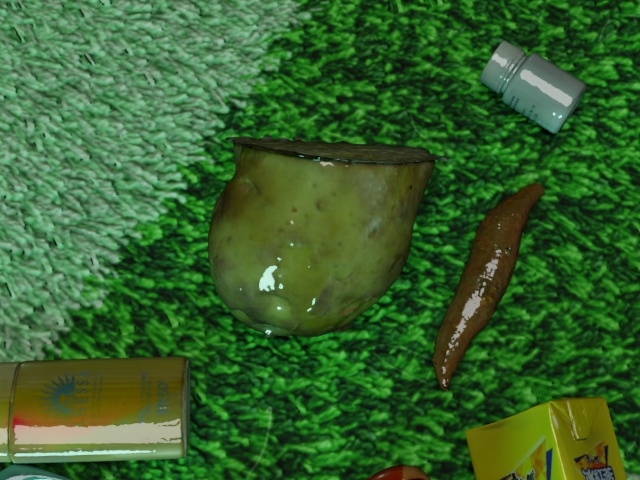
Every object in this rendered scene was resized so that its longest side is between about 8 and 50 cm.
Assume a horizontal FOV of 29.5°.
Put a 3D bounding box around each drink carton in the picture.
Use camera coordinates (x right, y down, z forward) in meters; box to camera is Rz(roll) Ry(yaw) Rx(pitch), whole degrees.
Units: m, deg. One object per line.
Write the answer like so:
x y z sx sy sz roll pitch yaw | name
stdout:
0.288 0.370 1.416 0.111 0.154 0.351 1 69 -37 | drink carton

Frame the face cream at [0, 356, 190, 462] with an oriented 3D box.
-0.305 0.208 1.497 0.285 0.067 0.139 -2 52 -2 | face cream

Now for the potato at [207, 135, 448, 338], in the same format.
0.000 0.000 1.502 0.289 0.301 0.237 1 99 -16 | potato

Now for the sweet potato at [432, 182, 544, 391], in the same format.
0.214 0.049 1.570 0.066 0.072 0.314 27 70 -8 | sweet potato

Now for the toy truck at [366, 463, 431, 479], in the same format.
0.048 0.393 1.400 0.239 0.189 0.264 -2 72 6 | toy truck

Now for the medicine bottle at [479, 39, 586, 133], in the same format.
0.287 -0.210 1.650 0.130 0.080 0.080 34 74 9 | medicine bottle

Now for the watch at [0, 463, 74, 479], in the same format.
-0.362 0.382 1.450 0.237 0.068 0.195 -39 80 -17 | watch
